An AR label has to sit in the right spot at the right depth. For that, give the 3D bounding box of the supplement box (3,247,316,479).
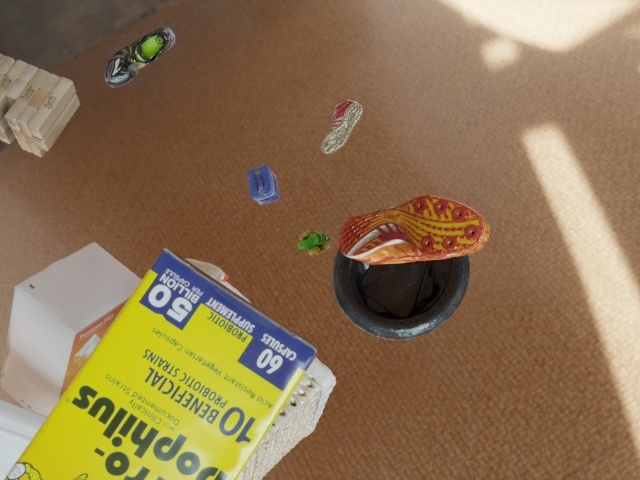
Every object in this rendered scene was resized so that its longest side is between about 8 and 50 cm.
[{"bbox_3d":[-0.186,0.211,0.776,0.194,0.195,0.356,33,83,-3],"label":"supplement box"}]

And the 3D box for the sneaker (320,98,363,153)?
[{"bbox_3d":[0.035,-0.228,1.385,0.118,0.042,0.067,-52,31,8],"label":"sneaker"}]

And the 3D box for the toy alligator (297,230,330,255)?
[{"bbox_3d":[0.000,0.000,1.764,0.051,0.190,0.056,-34,77,21],"label":"toy alligator"}]

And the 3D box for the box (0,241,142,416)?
[{"bbox_3d":[-0.545,0.210,1.530,0.168,0.345,0.215,36,38,11],"label":"box"}]

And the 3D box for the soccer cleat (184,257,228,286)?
[{"bbox_3d":[-0.204,0.097,1.134,0.076,0.196,0.068,28,46,3],"label":"soccer cleat"}]

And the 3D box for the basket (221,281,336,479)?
[{"bbox_3d":[-0.189,0.317,1.437,0.328,0.331,0.266,38,58,16],"label":"basket"}]

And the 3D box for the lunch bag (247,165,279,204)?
[{"bbox_3d":[-0.152,-0.143,1.829,0.067,0.065,0.098,-19,65,13],"label":"lunch bag"}]

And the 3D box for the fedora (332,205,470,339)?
[{"bbox_3d":[0.184,0.090,1.627,0.334,0.152,0.334,-1,65,2],"label":"fedora"}]

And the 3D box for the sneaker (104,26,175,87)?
[{"bbox_3d":[-0.409,-0.412,1.552,0.188,0.067,0.078,-34,15,7],"label":"sneaker"}]

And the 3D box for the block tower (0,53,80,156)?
[{"bbox_3d":[-0.515,-0.226,0.980,0.335,0.091,0.097,23,66,3],"label":"block tower"}]

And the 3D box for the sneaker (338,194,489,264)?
[{"bbox_3d":[0.098,-0.007,0.703,0.175,0.067,0.064,-2,77,47],"label":"sneaker"}]

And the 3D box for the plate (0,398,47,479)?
[{"bbox_3d":[-0.607,0.421,1.239,0.045,0.278,0.277,24,81,55],"label":"plate"}]
